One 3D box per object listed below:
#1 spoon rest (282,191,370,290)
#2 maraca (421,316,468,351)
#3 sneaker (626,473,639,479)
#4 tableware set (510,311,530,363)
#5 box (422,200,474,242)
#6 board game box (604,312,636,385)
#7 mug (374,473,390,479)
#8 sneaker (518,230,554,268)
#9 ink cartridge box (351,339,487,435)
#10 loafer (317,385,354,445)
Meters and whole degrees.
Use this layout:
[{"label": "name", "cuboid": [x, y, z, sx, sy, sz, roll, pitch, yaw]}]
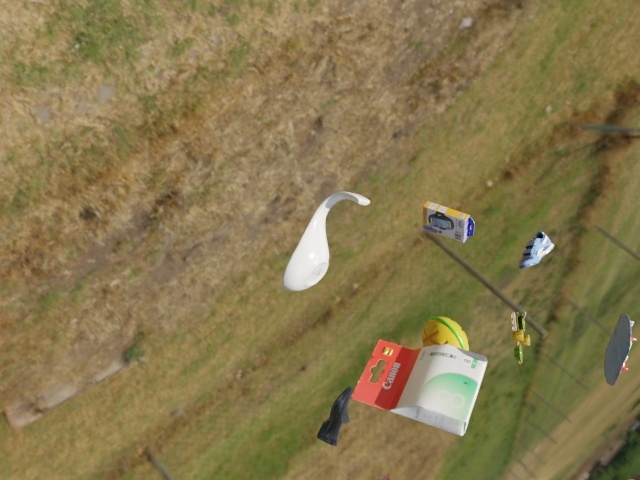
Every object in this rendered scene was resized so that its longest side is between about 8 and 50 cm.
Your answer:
[{"label": "spoon rest", "cuboid": [0.000, 0.000, 1.587, 0.276, 0.084, 0.137, -56, 155, 14]}, {"label": "maraca", "cuboid": [0.304, 0.263, 1.681, 0.099, 0.127, 0.186, -29, 105, -27]}, {"label": "sneaker", "cuboid": [0.915, 0.681, 1.947, 0.153, 0.099, 0.282, -35, 152, 9]}, {"label": "tableware set", "cuboid": [0.403, 0.194, 1.408, 0.154, 0.024, 0.104, 14, 71, -69]}, {"label": "box", "cuboid": [0.328, -0.045, 1.811, 0.028, 0.136, 0.081, -48, 147, -34]}, {"label": "board game box", "cuboid": [0.695, 0.254, 1.611, 0.133, 0.033, 0.169, -66, 166, -59]}, {"label": "mug", "cuboid": [0.151, 0.691, 1.736, 0.150, 0.169, 0.113, -33, 166, -10]}, {"label": "sneaker", "cuboid": [0.590, 0.028, 1.960, 0.144, 0.059, 0.053, -38, -166, -34]}, {"label": "ink cartridge box", "cuboid": [0.196, 0.267, 1.377, 0.181, 0.224, 0.056, -54, 156, -48]}, {"label": "loafer", "cuboid": [0.055, 0.480, 1.923, 0.170, 0.061, 0.062, -64, 163, 8]}]
